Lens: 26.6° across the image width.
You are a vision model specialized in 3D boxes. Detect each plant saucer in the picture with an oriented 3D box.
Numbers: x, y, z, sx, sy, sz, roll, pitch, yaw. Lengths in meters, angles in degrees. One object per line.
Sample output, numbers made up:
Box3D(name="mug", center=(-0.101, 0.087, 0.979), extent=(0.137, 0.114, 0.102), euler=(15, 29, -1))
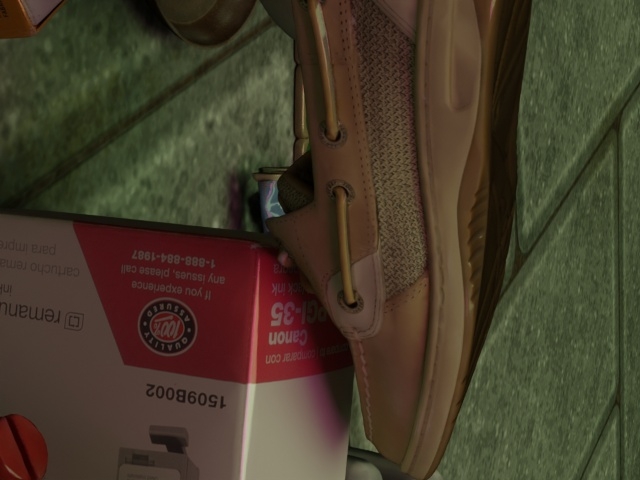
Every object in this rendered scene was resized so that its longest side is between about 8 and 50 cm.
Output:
Box3D(name="plant saucer", center=(-0.081, -0.208, 0.869), extent=(0.168, 0.029, 0.168), euler=(6, 90, -66))

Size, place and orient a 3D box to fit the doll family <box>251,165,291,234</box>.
Box3D(name="doll family", center=(0.000, 0.000, 1.029), extent=(0.193, 0.076, 0.111), euler=(-5, 100, -41))

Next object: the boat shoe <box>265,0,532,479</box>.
Box3D(name="boat shoe", center=(0.031, -0.017, 0.598), extent=(0.109, 0.098, 0.302), euler=(-65, 160, -46))

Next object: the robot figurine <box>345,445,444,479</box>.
Box3D(name="robot figurine", center=(-0.004, 0.325, 0.962), extent=(0.300, 0.200, 0.353), euler=(14, 83, -43))

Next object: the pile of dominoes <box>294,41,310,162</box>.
Box3D(name="pile of dominoes", center=(0.039, -0.144, 1.130), extent=(0.196, 0.040, 0.251), euler=(-24, 118, -62))

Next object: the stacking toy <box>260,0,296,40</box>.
Box3D(name="stacking toy", center=(-0.013, -0.234, 0.585), extent=(0.480, 0.351, 0.350), euler=(76, 30, -58))

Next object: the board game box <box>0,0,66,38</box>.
Box3D(name="board game box", center=(-0.131, -0.282, 0.665), extent=(0.316, 0.064, 0.242), euler=(-58, 137, -43))

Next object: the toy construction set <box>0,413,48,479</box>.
Box3D(name="toy construction set", center=(-0.159, 0.195, 0.511), extent=(0.237, 0.309, 0.257), euler=(14, 75, -60))

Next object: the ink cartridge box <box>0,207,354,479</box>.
Box3D(name="ink cartridge box", center=(-0.100, 0.131, 0.697), extent=(0.117, 0.207, 0.283), euler=(1, 94, -64))
